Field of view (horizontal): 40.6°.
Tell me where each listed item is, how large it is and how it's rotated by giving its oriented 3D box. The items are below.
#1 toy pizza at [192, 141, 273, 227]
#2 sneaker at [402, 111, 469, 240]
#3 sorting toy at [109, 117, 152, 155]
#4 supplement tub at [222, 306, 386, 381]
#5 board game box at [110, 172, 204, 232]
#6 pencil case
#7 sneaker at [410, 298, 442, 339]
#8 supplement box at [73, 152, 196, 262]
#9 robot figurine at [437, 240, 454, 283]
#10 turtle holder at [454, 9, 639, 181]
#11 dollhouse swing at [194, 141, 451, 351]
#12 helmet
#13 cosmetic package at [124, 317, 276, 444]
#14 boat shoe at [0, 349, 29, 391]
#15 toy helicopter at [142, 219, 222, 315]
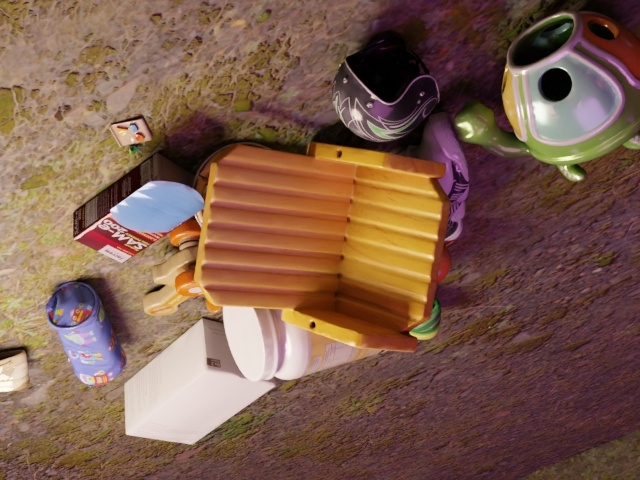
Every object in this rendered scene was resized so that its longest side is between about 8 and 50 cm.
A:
[{"bbox_3d":[-0.142,-0.084,1.628,0.201,0.032,0.201,-5,106,-17],"label":"toy pizza"},{"bbox_3d":[0.172,-0.098,1.700,0.210,0.137,0.366,-13,148,-2],"label":"sneaker"},{"bbox_3d":[-0.334,-0.183,1.550,0.062,0.012,0.083,-14,145,3],"label":"sorting toy"},{"bbox_3d":[-0.015,0.157,1.835,0.331,0.241,0.241,-13,149,-27],"label":"supplement tub"},{"bbox_3d":[-0.296,-0.071,1.579,0.169,0.033,0.133,-30,145,31],"label":"board game box"},{"bbox_3d":[-0.534,0.217,1.968,0.133,0.119,0.306,1,145,2],"label":"pencil case"},{"bbox_3d":[0.159,0.171,2.131,0.295,0.109,0.123,2,120,-15],"label":"sneaker"},{"bbox_3d":[-0.350,-0.058,1.670,0.239,0.073,0.130,-31,140,26],"label":"supplement box"},{"bbox_3d":[0.203,0.065,1.948,0.158,0.128,0.219,30,130,-22],"label":"robot figurine"},{"bbox_3d":[0.410,-0.263,1.491,0.227,0.243,0.320,40,157,-32],"label":"turtle holder"},{"bbox_3d":[0.000,0.000,1.536,0.305,0.346,0.315,5,-173,-45],"label":"dollhouse swing"},{"bbox_3d":[0.101,-0.246,1.454,0.161,0.169,0.169,-30,144,-2],"label":"helmet"},{"bbox_3d":[-0.315,0.369,2.214,0.217,0.156,0.385,21,133,-38],"label":"cosmetic package"},{"bbox_3d":[-0.845,0.307,2.038,0.302,0.109,0.098,-2,105,-12],"label":"boat shoe"},{"bbox_3d":[-0.268,0.088,1.886,0.235,0.140,0.355,6,153,-37],"label":"toy helicopter"}]
